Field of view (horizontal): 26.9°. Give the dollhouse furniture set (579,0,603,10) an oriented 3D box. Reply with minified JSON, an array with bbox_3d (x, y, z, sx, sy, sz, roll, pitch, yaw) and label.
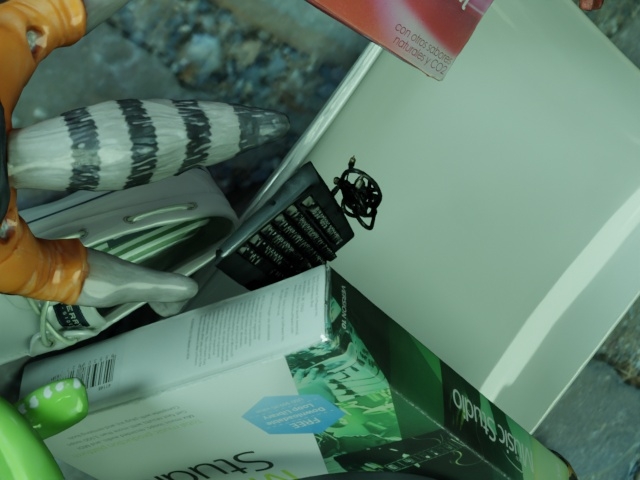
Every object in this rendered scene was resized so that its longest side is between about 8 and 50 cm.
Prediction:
[{"bbox_3d":[0.242,-0.308,0.689,0.201,0.152,0.374,3,111,11],"label":"dollhouse furniture set"}]

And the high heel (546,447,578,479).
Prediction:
[{"bbox_3d":[0.121,0.288,1.136,0.186,0.093,0.261,23,98,-42],"label":"high heel"}]

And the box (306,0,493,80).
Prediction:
[{"bbox_3d":[-0.035,-0.219,0.656,0.300,0.154,0.142,25,100,-42],"label":"box"}]

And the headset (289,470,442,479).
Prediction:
[{"bbox_3d":[-0.051,0.292,0.902,0.394,0.185,0.243,-30,136,24],"label":"headset"}]

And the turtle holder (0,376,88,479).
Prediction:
[{"bbox_3d":[-0.256,0.204,0.729,0.227,0.320,0.243,-10,95,-37],"label":"turtle holder"}]

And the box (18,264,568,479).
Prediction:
[{"bbox_3d":[-0.005,0.139,0.884,0.232,0.058,0.322,-19,143,28],"label":"box"}]

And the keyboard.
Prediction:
[{"bbox_3d":[0.000,0.000,0.761,0.100,0.038,0.192,-45,170,0],"label":"keyboard"}]

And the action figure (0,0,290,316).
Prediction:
[{"bbox_3d":[-0.182,-0.086,0.591,0.330,0.178,0.341,-10,109,-50],"label":"action figure"}]

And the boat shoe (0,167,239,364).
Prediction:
[{"bbox_3d":[-0.152,0.022,0.776,0.226,0.076,0.083,-35,132,-13],"label":"boat shoe"}]

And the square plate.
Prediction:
[{"bbox_3d":[0.097,-0.003,0.944,0.347,0.049,0.344,33,95,-38],"label":"square plate"}]
